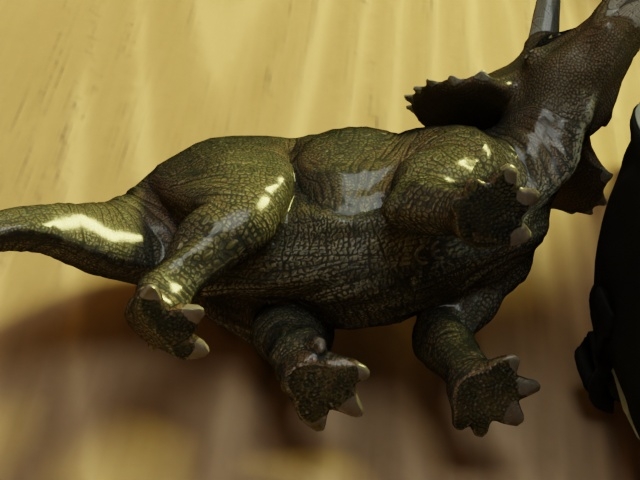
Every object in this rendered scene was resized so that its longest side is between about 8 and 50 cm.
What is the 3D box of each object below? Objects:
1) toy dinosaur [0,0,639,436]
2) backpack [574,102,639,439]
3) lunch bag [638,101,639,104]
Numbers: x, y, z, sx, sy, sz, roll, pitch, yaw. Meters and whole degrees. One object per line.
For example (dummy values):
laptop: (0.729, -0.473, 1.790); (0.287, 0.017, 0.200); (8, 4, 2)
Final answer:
toy dinosaur: (0.000, 0.000, 0.725); (0.313, 0.121, 0.160); (-17, 22, 0)
backpack: (0.244, 0.020, 0.673); (0.253, 0.191, 0.225); (7, 30, -12)
lunch bag: (0.183, -0.061, 0.866); (0.065, 0.098, 0.067); (28, 30, -3)
